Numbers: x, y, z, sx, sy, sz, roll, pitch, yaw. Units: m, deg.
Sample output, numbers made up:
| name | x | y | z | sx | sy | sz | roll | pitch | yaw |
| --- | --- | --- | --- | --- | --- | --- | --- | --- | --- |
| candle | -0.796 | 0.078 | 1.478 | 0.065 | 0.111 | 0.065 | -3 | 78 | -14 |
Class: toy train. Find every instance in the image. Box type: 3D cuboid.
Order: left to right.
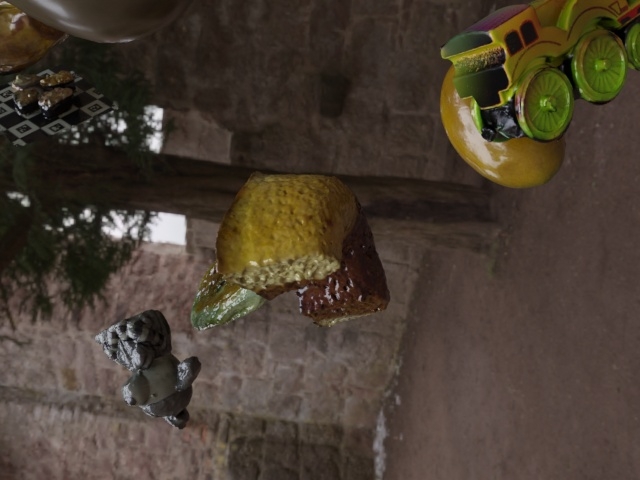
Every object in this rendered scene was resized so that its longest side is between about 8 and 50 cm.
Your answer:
| name | x | y | z | sx | sy | sz | roll | pitch | yaw |
| --- | --- | --- | --- | --- | --- | --- | --- | --- | --- |
| toy train | 0.279 | -0.226 | 0.768 | 0.100 | 0.296 | 0.161 | 6 | 126 | 61 |

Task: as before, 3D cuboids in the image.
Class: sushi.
| name | x | y | z | sx | sy | sz | roll | pitch | yaw |
| --- | --- | --- | --- | --- | --- | --- | --- | --- | --- |
| sushi | -0.501 | -0.265 | 1.193 | 0.210 | 0.192 | 0.040 | 40 | 147 | 32 |

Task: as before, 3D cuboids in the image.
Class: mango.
| name | x | y | z | sx | sy | sz | roll | pitch | yaw |
| --- | --- | --- | --- | --- | --- | --- | --- | --- | --- |
| mango | 0.273 | -0.197 | 1.011 | 0.139 | 0.175 | 0.254 | 51 | -145 | -60 |

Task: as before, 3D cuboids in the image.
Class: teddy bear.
| name | x | y | z | sx | sy | sz | roll | pitch | yaw |
| --- | --- | --- | --- | --- | --- | --- | --- | --- | --- |
| teddy bear | -0.326 | 0.245 | 1.297 | 0.171 | 0.251 | 0.144 | -46 | -18 | 31 |

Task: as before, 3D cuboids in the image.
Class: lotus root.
| name | x | y | z | sx | sy | sz | roll | pitch | yaw |
| --- | --- | --- | --- | --- | --- | --- | --- | --- | --- |
| lotus root | -0.506 | -0.344 | 1.006 | 0.193 | 0.291 | 0.193 | 9 | -90 | -70 |

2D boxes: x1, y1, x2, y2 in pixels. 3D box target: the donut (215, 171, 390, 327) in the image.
| name | x | y | z | sx | sy | sz | roll | pitch | yaw |
| --- | --- | --- | --- | --- | --- | --- | --- | --- | --- |
| donut | 0.000 | 0.000 | 0.745 | 0.295 | 0.112 | 0.151 | 43 | -136 | -63 |

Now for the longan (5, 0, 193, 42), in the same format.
| name | x | y | z | sx | sy | sz | roll | pitch | yaw |
| --- | --- | --- | --- | --- | --- | --- | --- | --- | --- |
| longan | -0.170 | -0.227 | 0.476 | 0.189 | 0.189 | 0.189 | -174 | 90 | -89 |

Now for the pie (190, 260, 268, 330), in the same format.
| name | x | y | z | sx | sy | sz | roll | pitch | yaw |
| --- | --- | --- | --- | --- | --- | --- | --- | --- | --- |
| pie | -0.175 | 0.083 | 1.441 | 0.302 | 0.067 | 0.302 | -38 | 24 | 21 |
